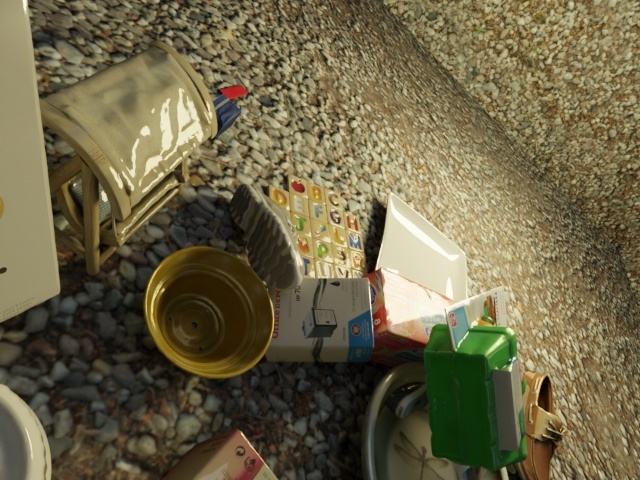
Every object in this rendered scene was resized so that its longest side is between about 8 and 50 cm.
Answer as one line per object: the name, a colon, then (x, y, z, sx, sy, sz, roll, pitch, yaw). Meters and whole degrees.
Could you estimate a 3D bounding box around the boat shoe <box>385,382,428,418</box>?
boat shoe: (0.170, 0.289, 0.782, 0.040, 0.049, 0.142, 23, 11, 36)

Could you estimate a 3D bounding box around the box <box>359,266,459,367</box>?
box: (0.190, 0.191, 0.928, 0.300, 0.154, 0.142, 25, 48, -33)

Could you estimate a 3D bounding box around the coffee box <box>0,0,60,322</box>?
coffee box: (-0.472, -0.086, 0.310, 0.338, 0.334, 0.337, 34, 38, 16)

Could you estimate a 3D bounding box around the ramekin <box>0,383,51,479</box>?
ramekin: (-0.400, 0.241, 0.384, 0.273, 0.127, 0.273, 23, 49, -29)

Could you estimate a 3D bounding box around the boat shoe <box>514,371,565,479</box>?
boat shoe: (0.565, 0.485, 1.093, 0.123, 0.116, 0.324, 40, 42, -24)

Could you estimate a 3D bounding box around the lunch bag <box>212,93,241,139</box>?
lunch bag: (-0.234, -0.281, 0.944, 0.065, 0.067, 0.098, 42, 43, -11)

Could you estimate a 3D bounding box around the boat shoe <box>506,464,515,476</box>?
boat shoe: (0.431, 0.518, 1.014, 0.133, 0.042, 0.049, 51, 38, -4)

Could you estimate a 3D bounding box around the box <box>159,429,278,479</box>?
box: (-0.168, 0.364, 0.493, 0.127, 0.148, 0.232, 53, 41, 1)

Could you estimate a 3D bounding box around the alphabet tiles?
alphabet tiles: (0.000, 0.000, 1.005, 0.285, 0.011, 0.342, 17, 52, -34)

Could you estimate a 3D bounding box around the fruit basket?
fruit basket: (0.334, 0.267, 0.809, 0.353, 0.165, 0.327, -1, 86, -47)

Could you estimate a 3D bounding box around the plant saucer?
plant saucer: (0.209, 0.446, 0.816, 0.400, 0.100, 0.400, 23, 48, -29)

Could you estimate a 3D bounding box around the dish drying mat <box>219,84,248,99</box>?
dish drying mat: (-0.222, -0.379, 1.070, 0.032, 0.008, 0.083, 50, 42, -2)

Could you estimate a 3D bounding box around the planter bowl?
planter bowl: (-0.190, 0.126, 0.683, 0.217, 0.090, 0.217, 23, 49, -29)

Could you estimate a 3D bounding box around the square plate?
square plate: (0.289, 0.074, 1.188, 0.347, 0.049, 0.344, 36, 44, -18)

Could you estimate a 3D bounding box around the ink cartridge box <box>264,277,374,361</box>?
ink cartridge box: (-0.004, 0.146, 0.774, 0.191, 0.082, 0.139, 1, 55, -2)

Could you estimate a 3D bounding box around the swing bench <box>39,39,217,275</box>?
swing bench: (-0.296, -0.126, 0.637, 0.165, 0.255, 0.253, 41, 43, -13)

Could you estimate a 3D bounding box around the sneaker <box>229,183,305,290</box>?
sneaker: (-0.082, -0.015, 0.818, 0.115, 0.105, 0.281, 15, 32, -39)
